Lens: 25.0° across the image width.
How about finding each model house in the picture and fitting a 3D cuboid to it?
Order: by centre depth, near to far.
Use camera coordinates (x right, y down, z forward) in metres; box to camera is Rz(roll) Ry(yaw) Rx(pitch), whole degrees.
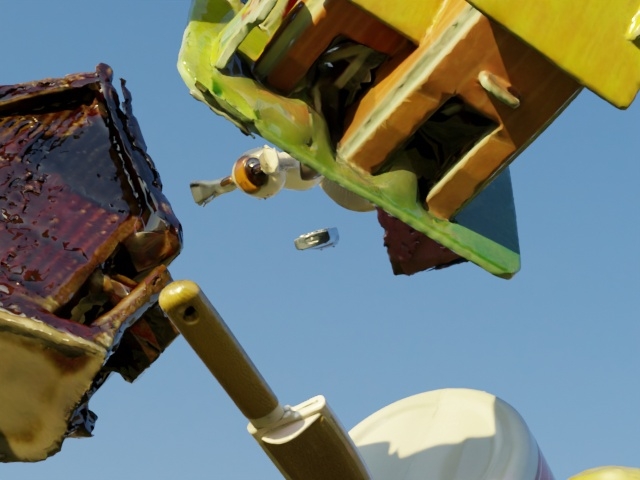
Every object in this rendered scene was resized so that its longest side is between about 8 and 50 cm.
[{"bbox_3d":[0.116,-0.225,1.067,0.300,0.340,0.323,31,-56,-19],"label":"model house"},{"bbox_3d":[-0.255,0.027,1.178,0.297,0.282,0.317,30,-46,-2],"label":"model house"}]

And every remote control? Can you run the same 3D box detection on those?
[{"bbox_3d":[0.000,-0.002,1.781,0.043,0.027,0.152,-10,-1,8],"label":"remote control"}]

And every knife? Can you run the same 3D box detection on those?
[{"bbox_3d":[-0.014,0.103,0.788,0.046,0.022,0.256,-27,-48,5],"label":"knife"}]

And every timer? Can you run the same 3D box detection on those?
[{"bbox_3d":[-0.006,-0.093,1.593,0.266,0.175,0.175,-17,-12,-43],"label":"timer"}]

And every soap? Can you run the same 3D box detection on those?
[{"bbox_3d":[0.115,-0.067,1.364,0.099,0.250,0.162,-13,-54,15],"label":"soap"}]

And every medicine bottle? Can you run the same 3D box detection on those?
[{"bbox_3d":[0.142,0.319,1.519,0.252,0.252,0.241,-13,-59,30],"label":"medicine bottle"}]

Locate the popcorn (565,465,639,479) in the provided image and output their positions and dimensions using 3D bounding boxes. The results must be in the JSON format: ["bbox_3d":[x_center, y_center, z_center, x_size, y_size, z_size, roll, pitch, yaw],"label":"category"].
[{"bbox_3d":[0.105,0.233,0.602,0.235,0.250,0.242,31,-69,-38],"label":"popcorn"}]
